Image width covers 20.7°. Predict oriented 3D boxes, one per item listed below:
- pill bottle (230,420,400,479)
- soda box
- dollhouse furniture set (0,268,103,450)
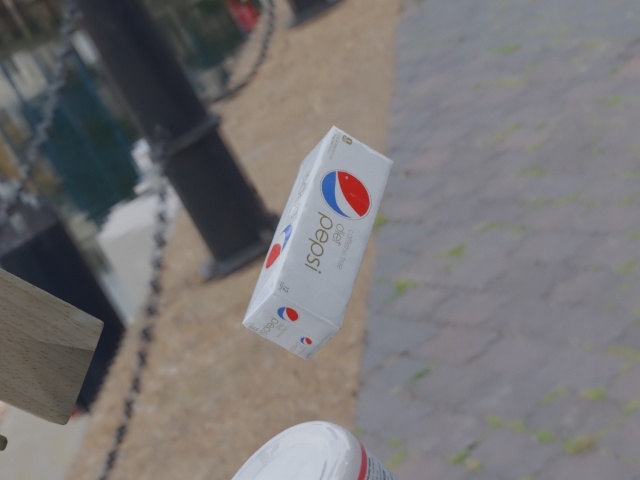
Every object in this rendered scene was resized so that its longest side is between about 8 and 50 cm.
[{"bbox_3d":[0.029,0.165,0.829,0.087,0.160,0.087,-35,25,19],"label":"pill bottle"},{"bbox_3d":[0.000,0.000,1.627,0.069,0.074,0.216,-46,19,48],"label":"soda box"},{"bbox_3d":[-0.197,0.051,0.571,0.183,0.129,0.129,9,74,38],"label":"dollhouse furniture set"}]
